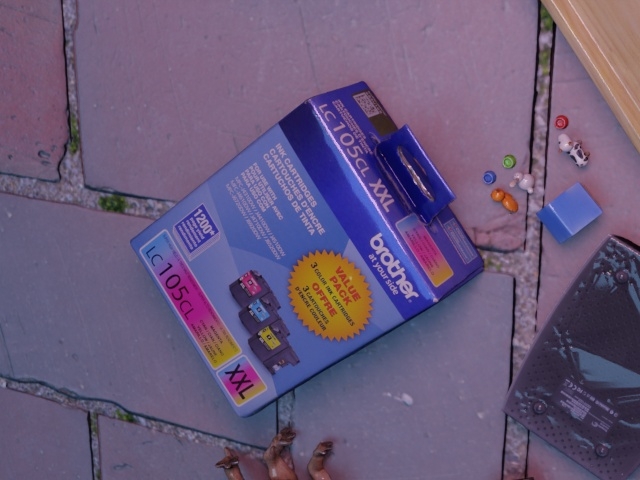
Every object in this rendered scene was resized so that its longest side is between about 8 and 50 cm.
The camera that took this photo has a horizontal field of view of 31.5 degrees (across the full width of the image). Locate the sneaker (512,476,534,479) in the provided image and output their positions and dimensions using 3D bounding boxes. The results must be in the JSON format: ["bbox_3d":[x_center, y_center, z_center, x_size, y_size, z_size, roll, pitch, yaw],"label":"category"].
[{"bbox_3d":[0.202,0.364,1.384,0.222,0.083,0.118,-32,69,41],"label":"sneaker"}]

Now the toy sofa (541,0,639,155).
[{"bbox_3d":[0.337,-0.208,1.088,0.362,0.177,0.150,58,147,2],"label":"toy sofa"}]

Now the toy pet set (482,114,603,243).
[{"bbox_3d":[0.240,-0.054,1.224,0.122,0.065,0.114,-41,83,34],"label":"toy pet set"}]

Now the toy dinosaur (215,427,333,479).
[{"bbox_3d":[-0.034,0.372,1.492,0.296,0.127,0.200,9,117,34],"label":"toy dinosaur"}]

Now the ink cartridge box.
[{"bbox_3d":[0.000,0.000,1.336,0.395,0.151,0.270,-35,86,32],"label":"ink cartridge box"}]

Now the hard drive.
[{"bbox_3d":[0.324,0.130,1.239,0.172,0.054,0.254,34,119,17],"label":"hard drive"}]
